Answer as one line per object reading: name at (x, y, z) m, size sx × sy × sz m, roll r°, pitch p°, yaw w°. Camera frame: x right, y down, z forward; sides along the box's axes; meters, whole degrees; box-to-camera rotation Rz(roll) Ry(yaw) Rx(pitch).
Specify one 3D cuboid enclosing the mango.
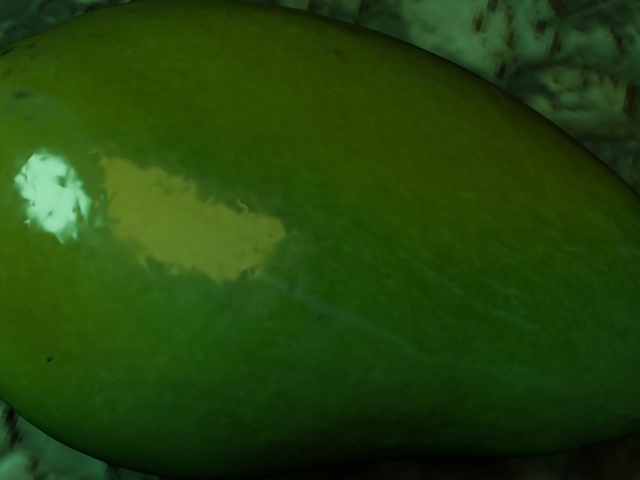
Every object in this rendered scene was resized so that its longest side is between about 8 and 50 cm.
mango at (0.000, 0.000, 0.468) m, size 0.251 × 0.114 × 0.156 m, roll 4°, pitch 56°, yaw -6°
